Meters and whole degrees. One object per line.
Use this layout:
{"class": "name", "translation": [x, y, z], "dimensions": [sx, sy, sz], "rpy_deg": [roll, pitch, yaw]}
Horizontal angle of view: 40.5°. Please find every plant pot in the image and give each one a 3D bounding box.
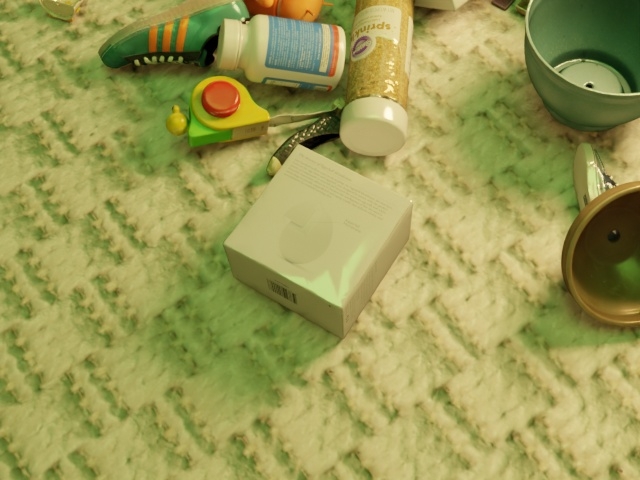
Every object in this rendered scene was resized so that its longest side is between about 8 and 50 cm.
{"class": "plant pot", "translation": [0.497, -0.317, 1.545], "dimensions": [0.293, 0.196, 0.293], "rpy_deg": [-1, 63, 2]}
{"class": "plant pot", "translation": [0.490, 0.010, 1.392], "dimensions": [0.238, 0.237, 0.109], "rpy_deg": [-10, 21, -3]}

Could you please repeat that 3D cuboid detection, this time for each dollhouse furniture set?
{"class": "dollhouse furniture set", "translation": [0.413, -0.498, 1.710], "dimensions": [0.114, 0.081, 0.091], "rpy_deg": [35, 69, 19]}

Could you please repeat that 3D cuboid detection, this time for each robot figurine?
{"class": "robot figurine", "translation": [-0.088, -0.490, 1.701], "dimensions": [0.219, 0.158, 0.128], "rpy_deg": [26, 82, 15]}

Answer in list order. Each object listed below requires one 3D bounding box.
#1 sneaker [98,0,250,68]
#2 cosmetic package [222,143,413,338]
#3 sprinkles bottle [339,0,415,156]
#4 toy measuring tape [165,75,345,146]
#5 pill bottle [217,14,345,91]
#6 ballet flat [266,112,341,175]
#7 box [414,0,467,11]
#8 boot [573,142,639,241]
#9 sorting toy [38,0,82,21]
{"class": "sneaker", "translation": [-0.276, -0.376, 1.658], "dimensions": [0.302, 0.108, 0.121], "rpy_deg": [-20, 97, 10]}
{"class": "cosmetic package", "translation": [0.000, 0.000, 1.429], "dimensions": [0.224, 0.138, 0.224], "rpy_deg": [29, 68, 16]}
{"class": "sprinkles bottle", "translation": [0.110, -0.332, 1.613], "dimensions": [0.121, 0.121, 0.355], "rpy_deg": [4, 62, 5]}
{"class": "toy measuring tape", "translation": [-0.123, -0.254, 1.590], "dimensions": [0.330, 0.121, 0.121], "rpy_deg": [-13, 62, -14]}
{"class": "pill bottle", "translation": [-0.074, -0.349, 1.597], "dimensions": [0.222, 0.124, 0.124], "rpy_deg": [5, 61, -15]}
{"class": "ballet flat", "translation": [-0.026, -0.171, 1.567], "dimensions": [0.173, 0.057, 0.049], "rpy_deg": [-38, 71, -16]}
{"class": "box", "translation": [0.291, -0.635, 1.687], "dimensions": [0.345, 0.215, 0.168], "rpy_deg": [-40, 36, -18]}
{"class": "boot", "translation": [0.495, -0.081, 1.499], "dimensions": [0.086, 0.069, 0.189], "rpy_deg": [0, 70, -5]}
{"class": "sorting toy", "translation": [-0.517, -0.489, 1.770], "dimensions": [0.083, 0.045, 0.075], "rpy_deg": [17, 57, 11]}
